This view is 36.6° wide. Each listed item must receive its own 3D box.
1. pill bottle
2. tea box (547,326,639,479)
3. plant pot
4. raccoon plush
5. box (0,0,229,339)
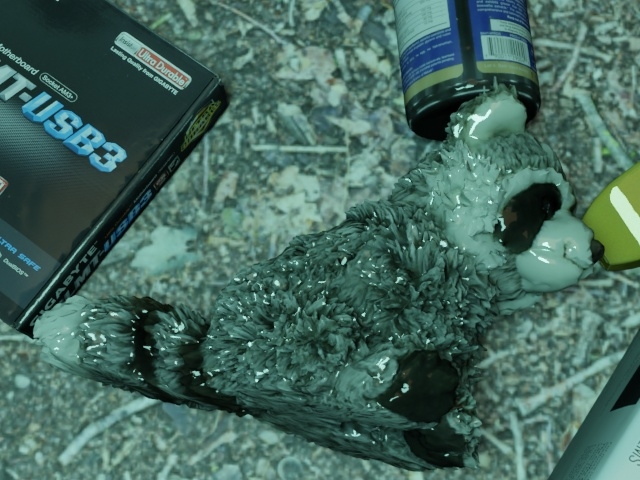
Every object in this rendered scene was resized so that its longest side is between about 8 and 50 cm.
[{"bbox_3d":[0.129,-0.212,0.895,0.123,0.123,0.219,-5,74,1],"label":"pill bottle"},{"bbox_3d":[0.332,0.245,0.714,0.323,0.220,0.329,35,79,11],"label":"tea box"},{"bbox_3d":[0.278,-0.016,0.862,0.083,0.081,0.081,-31,76,6],"label":"plant pot"},{"bbox_3d":[0.000,0.000,0.811,0.446,0.216,0.299,14,68,6],"label":"raccoon plush"},{"bbox_3d":[-0.289,-0.110,0.910,0.295,0.073,0.293,36,80,10],"label":"box"}]
